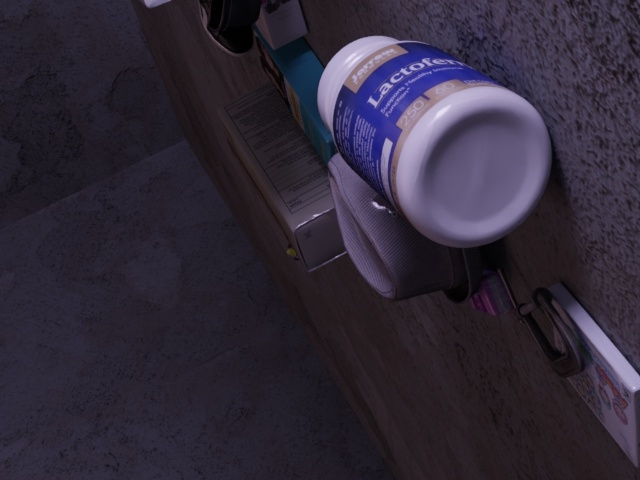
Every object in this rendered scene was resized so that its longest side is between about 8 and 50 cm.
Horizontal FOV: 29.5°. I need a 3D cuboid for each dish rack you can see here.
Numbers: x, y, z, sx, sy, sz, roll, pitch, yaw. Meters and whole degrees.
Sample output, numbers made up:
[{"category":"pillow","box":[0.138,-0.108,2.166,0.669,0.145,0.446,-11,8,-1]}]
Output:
[{"category":"dish rack","box":[-0.147,-0.421,1.681,0.271,0.074,0.208,45,131,52]}]

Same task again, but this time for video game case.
[{"category":"video game case","box":[0.288,0.139,1.261,0.157,0.019,0.143,56,169,43]}]

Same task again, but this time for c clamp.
[{"category":"c clamp","box":[0.234,0.087,1.302,0.137,0.022,0.161,64,173,4]}]

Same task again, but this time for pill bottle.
[{"category":"pill bottle","box":[0.099,-0.109,1.192,0.265,0.153,0.153,47,162,59]}]

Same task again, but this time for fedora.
[{"category":"fedora","box":[0.087,-0.036,1.467,0.244,0.124,0.275,96,153,-71]}]

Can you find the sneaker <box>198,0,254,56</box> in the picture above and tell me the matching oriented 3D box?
[{"category":"sneaker","box":[-0.182,-0.430,2.122,0.217,0.079,0.121,64,173,4]}]

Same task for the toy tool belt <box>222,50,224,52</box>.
[{"category":"toy tool belt","box":[-0.158,-0.379,2.280,0.083,0.052,0.051,167,107,-78]}]

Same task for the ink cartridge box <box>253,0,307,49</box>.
[{"category":"ink cartridge box","box":[-0.084,-0.381,1.756,0.104,0.061,0.181,53,166,46]}]

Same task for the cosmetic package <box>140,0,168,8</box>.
[{"category":"cosmetic package","box":[-0.235,-0.509,1.347,0.453,0.161,0.230,66,171,-26]}]

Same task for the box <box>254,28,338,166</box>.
[{"category":"box","box":[-0.016,-0.220,1.843,0.244,0.060,0.100,58,170,29]}]

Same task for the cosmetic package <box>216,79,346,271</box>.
[{"category":"cosmetic package","box":[-0.033,-0.115,1.969,0.296,0.153,0.129,59,172,35]}]

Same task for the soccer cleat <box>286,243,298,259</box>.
[{"category":"soccer cleat","box":[0.000,0.001,2.203,0.093,0.121,0.289,63,171,0]}]

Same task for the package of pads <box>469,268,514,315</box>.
[{"category":"package of pads","box":[0.204,0.063,1.487,0.083,0.032,0.050,-168,57,-78]}]
